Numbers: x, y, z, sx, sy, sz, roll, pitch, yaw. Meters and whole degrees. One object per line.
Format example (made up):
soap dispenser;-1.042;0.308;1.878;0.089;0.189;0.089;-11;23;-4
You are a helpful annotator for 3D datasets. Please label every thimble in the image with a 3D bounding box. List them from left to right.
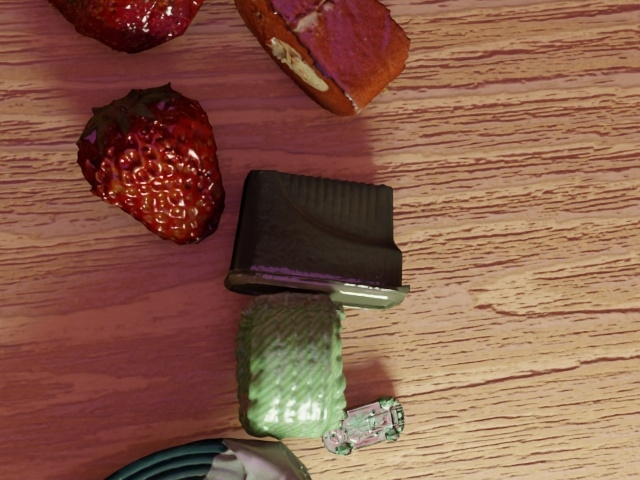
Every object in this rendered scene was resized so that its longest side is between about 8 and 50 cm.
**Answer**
thimble;-0.043;0.181;1.857;0.150;0.219;0.219;0;89;-10

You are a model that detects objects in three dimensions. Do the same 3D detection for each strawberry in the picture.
strawberry;-0.274;-0.407;1.825;0.274;0.220;0.274;-1;93;-11
strawberry;-0.231;-0.098;1.857;0.205;0.205;0.244;-32;114;-9

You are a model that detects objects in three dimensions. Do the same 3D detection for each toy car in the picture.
toy car;0.063;0.284;1.954;0.142;0.055;0.069;-13;100;-20

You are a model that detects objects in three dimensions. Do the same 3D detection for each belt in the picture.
belt;-0.200;0.453;1.823;0.436;0.173;0.300;-31;84;-4

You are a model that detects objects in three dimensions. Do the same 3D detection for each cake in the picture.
cake;-0.001;-0.323;1.893;0.151;0.177;0.283;-45;102;-8

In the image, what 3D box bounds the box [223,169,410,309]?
box;0.000;0.000;1.908;0.274;0.138;0.178;7;79;-12
